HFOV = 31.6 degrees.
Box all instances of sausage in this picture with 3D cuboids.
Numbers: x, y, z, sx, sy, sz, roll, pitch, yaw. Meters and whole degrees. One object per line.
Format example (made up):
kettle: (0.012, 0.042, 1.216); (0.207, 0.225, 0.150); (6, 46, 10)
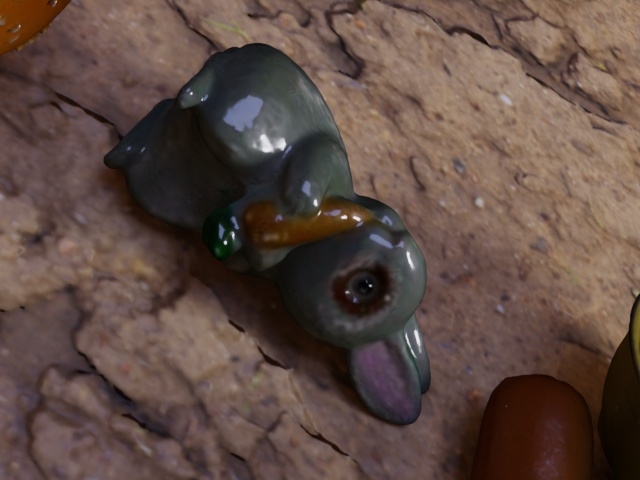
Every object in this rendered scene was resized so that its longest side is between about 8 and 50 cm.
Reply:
sausage: (0.122, 0.172, 0.675); (0.076, 0.076, 0.198); (29, 51, -17)

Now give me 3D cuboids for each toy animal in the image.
toy animal: (0.002, -0.002, 0.678); (0.251, 0.125, 0.127); (46, 75, -9)

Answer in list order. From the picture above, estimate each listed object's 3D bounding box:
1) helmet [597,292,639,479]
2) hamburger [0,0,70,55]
helmet: (0.278, 0.153, 0.746); (0.205, 0.140, 0.257); (-27, 67, -41)
hamburger: (-0.185, -0.195, 0.583); (0.169, 0.246, 0.246); (18, 53, -11)
